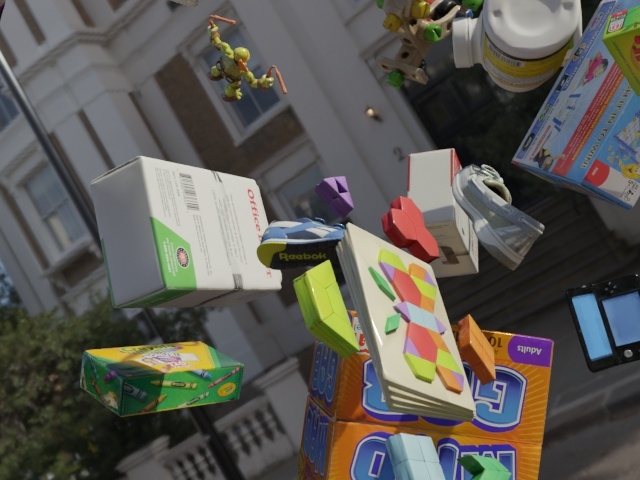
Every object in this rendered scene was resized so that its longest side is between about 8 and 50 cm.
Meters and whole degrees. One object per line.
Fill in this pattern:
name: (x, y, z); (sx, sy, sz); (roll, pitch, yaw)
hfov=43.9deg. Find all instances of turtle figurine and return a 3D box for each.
turtle figurine: (-0.216, -0.433, 2.041); (0.087, 0.269, 0.217); (-50, 6, -24)

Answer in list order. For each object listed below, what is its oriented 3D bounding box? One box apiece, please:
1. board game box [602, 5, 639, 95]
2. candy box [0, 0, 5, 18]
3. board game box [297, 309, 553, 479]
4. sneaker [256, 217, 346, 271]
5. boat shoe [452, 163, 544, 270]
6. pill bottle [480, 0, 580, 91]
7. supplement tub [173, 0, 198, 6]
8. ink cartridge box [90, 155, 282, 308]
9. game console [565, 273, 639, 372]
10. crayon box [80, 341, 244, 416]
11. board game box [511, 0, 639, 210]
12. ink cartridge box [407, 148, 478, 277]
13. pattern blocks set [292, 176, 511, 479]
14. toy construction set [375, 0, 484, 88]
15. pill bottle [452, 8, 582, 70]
board game box: (0.406, -0.220, 0.838); (0.181, 0.092, 0.043); (-10, 46, 46)
candy box: (-0.720, -0.449, 1.435); (0.233, 0.071, 0.159); (4, -14, 17)
board game box: (0.171, 0.324, 1.465); (0.356, 0.356, 0.356); (9, -5, -7)
sneaker: (0.000, 0.000, 0.919); (0.144, 0.053, 0.059); (4, 39, 1)
boat shoe: (0.333, -0.065, 1.492); (0.103, 0.118, 0.320); (-46, 20, 19)
pill bottle: (0.273, -0.273, 1.058); (0.119, 0.119, 0.208); (-31, -9, 6)
supplement tub: (-0.272, -0.577, 1.557); (0.144, 0.144, 0.200); (-21, -45, -64)
ink cartridge box: (-0.210, -0.002, 1.292); (0.121, 0.211, 0.289); (-22, -16, 29)
game console: (0.418, 0.116, 1.126); (0.107, 0.122, 0.071); (-17, -11, 17)
crayon box: (-0.315, 0.272, 1.592); (0.278, 0.081, 0.165); (1, 11, -43)
board game box: (0.443, -0.219, 1.193); (0.308, 0.086, 0.302); (-62, 10, 9)
ink cartridge box: (0.294, -0.058, 1.884); (0.114, 0.197, 0.273); (-6, -30, 20)
pattern blocks set: (0.083, 0.076, 0.741); (0.026, 0.325, 0.285); (-36, -27, 29)
toy construction set: (0.156, -0.468, 1.666); (0.237, 0.308, 0.257); (-59, -8, 1)
pill bottle: (0.393, -0.410, 1.593); (0.245, 0.136, 0.136); (-3, 3, 15)
